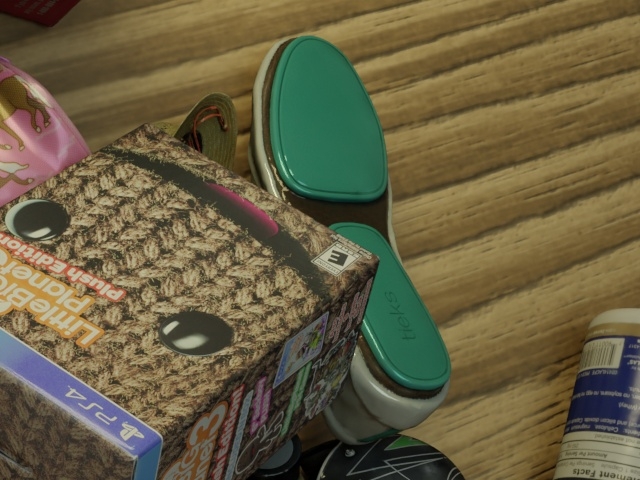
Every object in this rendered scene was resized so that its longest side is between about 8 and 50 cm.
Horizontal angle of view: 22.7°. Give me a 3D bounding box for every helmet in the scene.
[{"bbox_3d":[0.051,0.241,1.363,0.169,0.161,0.169,5,78,-27],"label":"helmet"}]

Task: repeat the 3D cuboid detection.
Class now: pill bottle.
[{"bbox_3d":[0.301,0.210,1.505,0.153,0.153,0.264,23,72,-22],"label":"pill bottle"}]

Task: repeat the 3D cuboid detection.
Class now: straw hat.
[{"bbox_3d":[-0.131,-0.067,1.379,0.061,0.144,0.144,20,66,20],"label":"straw hat"}]

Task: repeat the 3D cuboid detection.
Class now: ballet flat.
[{"bbox_3d":[0.000,0.000,1.382,0.139,0.139,0.400,2,52,-27],"label":"ballet flat"}]

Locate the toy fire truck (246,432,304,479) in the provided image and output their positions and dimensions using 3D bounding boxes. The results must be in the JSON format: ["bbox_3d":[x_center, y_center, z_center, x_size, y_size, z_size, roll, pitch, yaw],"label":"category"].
[{"bbox_3d":[-0.160,0.190,1.208,0.217,0.158,0.246,37,53,26],"label":"toy fire truck"}]

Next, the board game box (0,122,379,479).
[{"bbox_3d":[-0.139,0.072,1.151,0.232,0.141,0.291,30,40,20],"label":"board game box"}]

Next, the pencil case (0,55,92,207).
[{"bbox_3d":[-0.337,0.028,1.207,0.386,0.160,0.167,-46,140,-26],"label":"pencil case"}]

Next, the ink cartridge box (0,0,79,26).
[{"bbox_3d":[-0.331,-0.320,1.202,0.385,0.279,0.160,15,75,-24],"label":"ink cartridge box"}]
